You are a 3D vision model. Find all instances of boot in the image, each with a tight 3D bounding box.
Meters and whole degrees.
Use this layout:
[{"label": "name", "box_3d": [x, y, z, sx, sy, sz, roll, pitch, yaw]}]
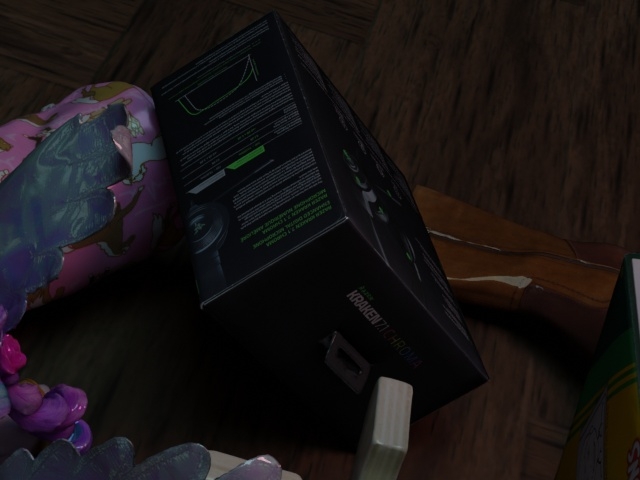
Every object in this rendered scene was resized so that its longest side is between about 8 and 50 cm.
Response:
[{"label": "boot", "box_3d": [0.183, 0.055, 1.280, 0.280, 0.096, 0.264, 19, 40, 4]}]

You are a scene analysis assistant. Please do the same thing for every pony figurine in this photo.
[{"label": "pony figurine", "box_3d": [-0.238, 0.109, 0.864, 0.363, 0.351, 0.303, -6, 75, -46]}]

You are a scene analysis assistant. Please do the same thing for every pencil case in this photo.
[{"label": "pencil case", "box_3d": [-0.296, -0.011, 1.141, 0.386, 0.160, 0.167, -23, 21, -37]}]

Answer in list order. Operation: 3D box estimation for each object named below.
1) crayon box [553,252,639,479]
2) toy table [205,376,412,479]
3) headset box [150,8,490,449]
[{"label": "crayon box", "box_3d": [0.210, 0.247, 0.870, 0.106, 0.313, 0.363, 7, 45, 0]}, {"label": "toy table", "box_3d": [0.018, 0.234, 0.966, 0.274, 0.161, 0.252, 8, 41, -13]}, {"label": "headset box", "box_3d": [0.000, 0.000, 1.152, 0.131, 0.246, 0.283, -31, 45, 12]}]
